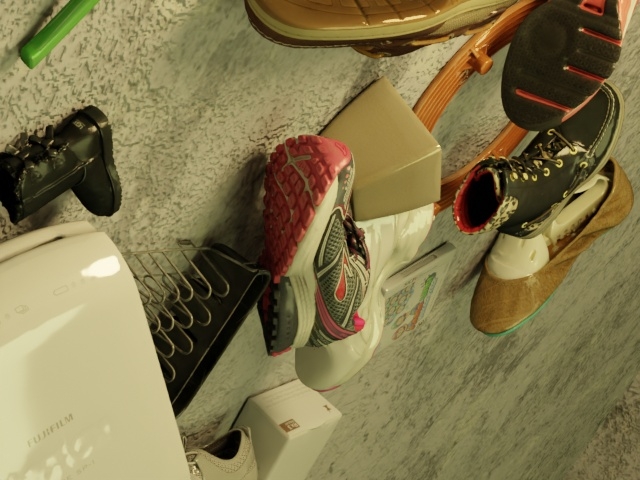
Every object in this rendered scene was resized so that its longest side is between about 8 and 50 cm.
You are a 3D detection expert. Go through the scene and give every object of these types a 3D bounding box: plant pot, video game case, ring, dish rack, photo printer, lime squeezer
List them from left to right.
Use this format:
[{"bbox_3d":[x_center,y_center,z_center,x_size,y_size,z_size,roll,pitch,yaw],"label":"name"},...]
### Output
[{"bbox_3d":[-0.251,0.146,1.310,0.256,0.107,0.307,-32,131,-28],"label":"photo printer"},{"bbox_3d":[-0.187,0.094,1.485,0.271,0.074,0.208,-3,130,-59],"label":"dish rack"},{"bbox_3d":[-0.091,-0.236,1.150,0.310,0.059,0.110,-40,156,-22],"label":"lime squeezer"},{"bbox_3d":[0.055,-0.083,1.607,0.096,0.109,0.109,-30,154,-13],"label":"plant pot"},{"bbox_3d":[0.111,0.086,2.081,0.143,0.019,0.157,-30,151,-37],"label":"video game case"},{"bbox_3d":[0.202,-0.151,1.849,0.336,0.032,0.336,-38,156,-21],"label":"ring"}]

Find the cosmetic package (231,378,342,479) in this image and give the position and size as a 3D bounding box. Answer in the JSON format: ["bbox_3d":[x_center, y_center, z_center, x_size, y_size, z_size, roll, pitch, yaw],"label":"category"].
[{"bbox_3d":[-0.078,0.295,1.996,0.117,0.085,0.231,-15,139,-53],"label":"cosmetic package"}]

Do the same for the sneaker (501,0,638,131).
[{"bbox_3d":[0.311,-0.258,1.733,0.314,0.116,0.136,-62,164,6],"label":"sneaker"}]

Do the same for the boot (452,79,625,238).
[{"bbox_3d":[0.269,-0.096,1.910,0.178,0.085,0.236,-4,132,-57],"label":"boot"}]

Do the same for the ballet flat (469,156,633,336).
[{"bbox_3d":[0.327,-0.009,2.226,0.342,0.116,0.124,-39,136,-23],"label":"ballet flat"}]

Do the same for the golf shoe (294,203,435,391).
[{"bbox_3d":[0.014,0.047,1.753,0.140,0.115,0.306,-8,130,-42],"label":"golf shoe"}]

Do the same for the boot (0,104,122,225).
[{"bbox_3d":[-0.212,-0.046,1.252,0.099,0.045,0.121,-37,148,-30],"label":"boot"}]

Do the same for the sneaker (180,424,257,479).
[{"bbox_3d":[-0.183,0.284,1.812,0.281,0.105,0.115,-12,108,-52],"label":"sneaker"}]

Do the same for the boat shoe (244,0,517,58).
[{"bbox_3d":[0.061,-0.209,1.387,0.342,0.123,0.123,-22,155,-42],"label":"boat shoe"}]

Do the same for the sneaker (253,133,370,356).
[{"bbox_3d":[0.000,0.000,1.572,0.112,0.121,0.299,-7,145,-12],"label":"sneaker"}]
